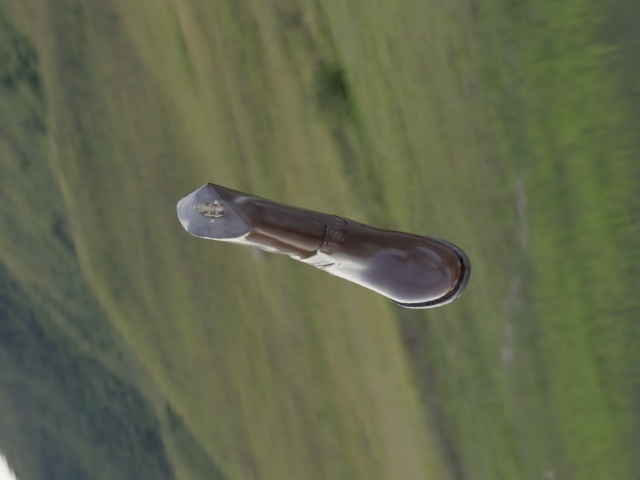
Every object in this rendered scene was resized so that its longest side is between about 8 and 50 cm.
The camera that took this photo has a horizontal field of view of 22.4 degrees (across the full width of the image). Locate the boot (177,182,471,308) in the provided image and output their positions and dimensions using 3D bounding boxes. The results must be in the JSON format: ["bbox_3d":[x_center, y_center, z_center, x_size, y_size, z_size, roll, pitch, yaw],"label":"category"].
[{"bbox_3d":[0.000,0.000,0.764,0.114,0.106,0.037,20,-98,-45],"label":"boot"}]
